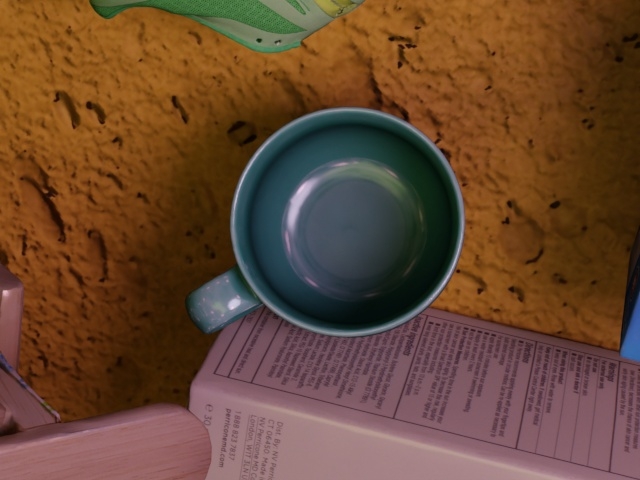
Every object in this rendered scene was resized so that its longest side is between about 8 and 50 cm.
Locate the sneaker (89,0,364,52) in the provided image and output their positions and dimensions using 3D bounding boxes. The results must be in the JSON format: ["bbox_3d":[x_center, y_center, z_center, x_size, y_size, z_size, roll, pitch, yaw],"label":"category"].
[{"bbox_3d":[-0.003,-0.172,0.842,0.295,0.109,0.123,2,140,9],"label":"sneaker"}]

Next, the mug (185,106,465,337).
[{"bbox_3d":[0.004,-0.009,0.886,0.158,0.097,0.129,2,88,5],"label":"mug"}]

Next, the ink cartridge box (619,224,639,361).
[{"bbox_3d":[0.228,-0.054,0.806,0.078,0.134,0.231,16,117,7],"label":"ink cartridge box"}]

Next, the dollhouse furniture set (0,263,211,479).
[{"bbox_3d":[-0.197,0.181,0.931,0.362,0.256,0.394,31,120,45],"label":"dollhouse furniture set"}]

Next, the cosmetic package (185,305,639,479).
[{"bbox_3d":[0.084,0.127,0.911,0.309,0.160,0.113,14,117,8],"label":"cosmetic package"}]
